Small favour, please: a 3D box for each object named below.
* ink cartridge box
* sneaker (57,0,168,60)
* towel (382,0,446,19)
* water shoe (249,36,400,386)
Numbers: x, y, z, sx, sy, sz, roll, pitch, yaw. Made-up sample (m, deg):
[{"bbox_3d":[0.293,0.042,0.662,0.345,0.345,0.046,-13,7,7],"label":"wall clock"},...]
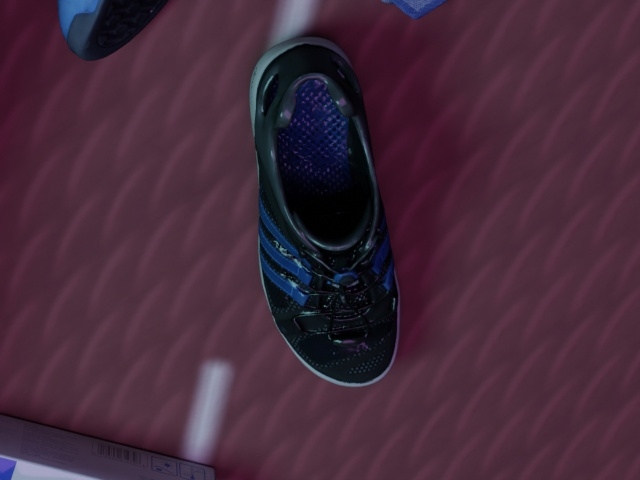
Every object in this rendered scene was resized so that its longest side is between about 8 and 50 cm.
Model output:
[{"bbox_3d":[-0.171,0.153,0.851,0.207,0.046,0.097,17,111,-13],"label":"ink cartridge box"},{"bbox_3d":[-0.088,-0.185,0.698,0.082,0.069,0.209,33,121,15],"label":"sneaker"},{"bbox_3d":[0.033,-0.203,0.617,0.209,0.034,0.285,-31,146,26],"label":"towel"},{"bbox_3d":[0.000,0.000,0.777,0.073,0.080,0.203,-13,116,1],"label":"water shoe"}]
